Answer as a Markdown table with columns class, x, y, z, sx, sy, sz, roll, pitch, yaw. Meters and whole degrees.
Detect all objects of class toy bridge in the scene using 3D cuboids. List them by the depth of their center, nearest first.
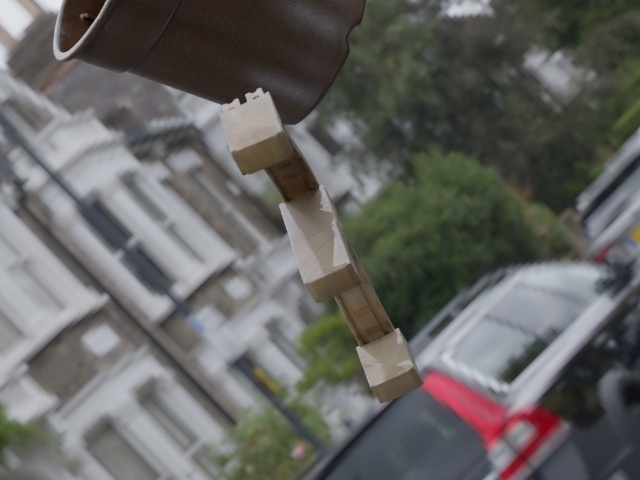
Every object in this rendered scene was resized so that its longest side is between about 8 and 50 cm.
| class | x | y | z | sx | sy | sz | roll | pitch | yaw |
| --- | --- | --- | --- | --- | --- | --- | --- | --- | --- |
| toy bridge | 0.000 | 0.000 | 0.795 | 0.026 | 0.063 | 0.188 | -25 | -47 | 5 |

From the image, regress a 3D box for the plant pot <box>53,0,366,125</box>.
| class | x | y | z | sx | sy | sz | roll | pitch | yaw |
| --- | --- | --- | --- | --- | --- | --- | --- | --- | --- |
| plant pot | -0.068 | -0.165 | 1.147 | 0.167 | 0.165 | 0.167 | -50 | 27 | 38 |
